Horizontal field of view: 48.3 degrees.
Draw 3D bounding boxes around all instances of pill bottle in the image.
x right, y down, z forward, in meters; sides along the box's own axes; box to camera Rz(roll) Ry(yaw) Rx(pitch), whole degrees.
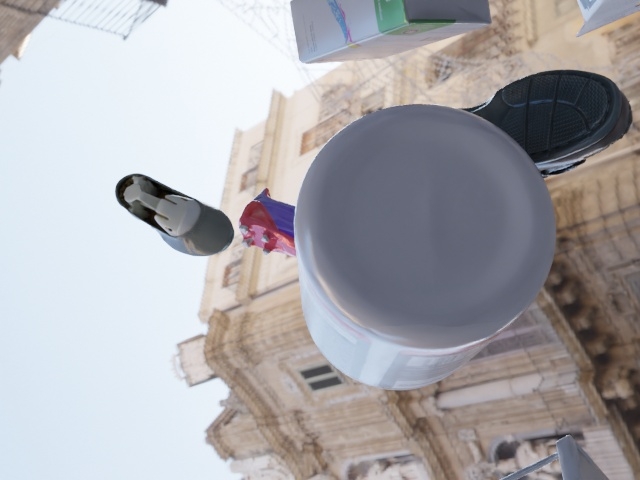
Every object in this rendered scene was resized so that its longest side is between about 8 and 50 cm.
[{"bbox_3d":[0.082,0.037,0.720,0.363,0.210,0.210,92,179,-71],"label":"pill bottle"}]

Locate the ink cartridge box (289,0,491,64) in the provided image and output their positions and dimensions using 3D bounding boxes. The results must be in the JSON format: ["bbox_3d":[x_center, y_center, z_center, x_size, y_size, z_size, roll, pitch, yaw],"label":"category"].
[{"bbox_3d":[0.085,-0.295,0.922,0.154,0.212,0.093,-14,-84,-37],"label":"ink cartridge box"}]

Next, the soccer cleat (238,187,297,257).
[{"bbox_3d":[0.000,0.000,1.021,0.248,0.083,0.095,22,-120,13],"label":"soccer cleat"}]

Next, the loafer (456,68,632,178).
[{"bbox_3d":[0.203,-0.104,0.731,0.084,0.267,0.096,20,-104,-32],"label":"loafer"}]

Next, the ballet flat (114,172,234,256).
[{"bbox_3d":[-0.197,-0.035,0.913,0.068,0.213,0.072,36,-99,-47],"label":"ballet flat"}]

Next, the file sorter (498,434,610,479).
[{"bbox_3d":[0.248,0.381,0.704,0.193,0.173,0.277,48,-156,-16],"label":"file sorter"}]

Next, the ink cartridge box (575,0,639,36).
[{"bbox_3d":[0.409,-0.327,0.825,0.208,0.206,0.045,54,-166,-83],"label":"ink cartridge box"}]
